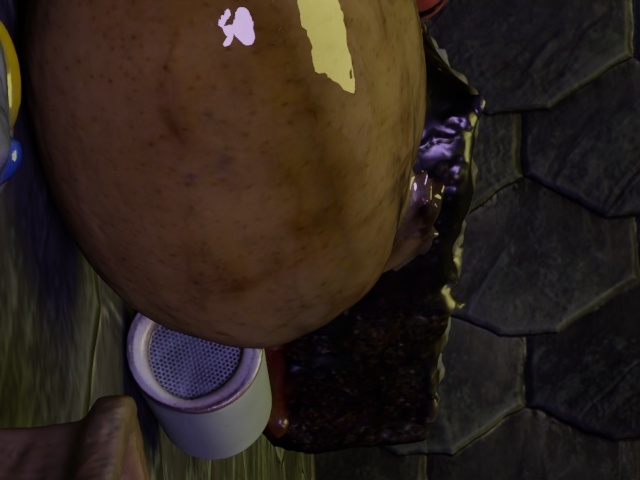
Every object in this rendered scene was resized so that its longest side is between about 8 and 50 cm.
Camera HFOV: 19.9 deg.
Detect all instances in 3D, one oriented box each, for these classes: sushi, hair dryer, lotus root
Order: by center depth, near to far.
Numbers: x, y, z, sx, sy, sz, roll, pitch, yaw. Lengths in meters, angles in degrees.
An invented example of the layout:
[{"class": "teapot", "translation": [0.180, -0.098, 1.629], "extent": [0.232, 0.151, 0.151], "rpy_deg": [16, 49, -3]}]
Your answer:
[{"class": "lotus root", "translation": [-0.041, -0.090, 0.748], "extent": [0.310, 0.183, 0.182], "rpy_deg": [80, 6, -45]}, {"class": "hair dryer", "translation": [-0.082, 0.001, 1.053], "extent": [0.131, 0.073, 0.236], "rpy_deg": [84, -6, -71]}, {"class": "sushi", "translation": [0.000, 0.000, 1.232], "extent": [0.196, 0.182, 0.343], "rpy_deg": [-94, -170, -53]}]

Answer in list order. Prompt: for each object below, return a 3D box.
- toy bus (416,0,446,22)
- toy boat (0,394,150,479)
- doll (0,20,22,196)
[{"class": "toy bus", "translation": [-0.032, -0.335, 1.032], "extent": [0.233, 0.203, 0.426], "rpy_deg": [24, 61, -82]}, {"class": "toy boat", "translation": [-0.086, 0.140, 0.540], "extent": [0.188, 0.061, 0.116], "rpy_deg": [-90, 177, -60]}, {"class": "doll", "translation": [-0.102, -0.022, 0.447], "extent": [0.104, 0.062, 0.195], "rpy_deg": [-56, -178, -5]}]
